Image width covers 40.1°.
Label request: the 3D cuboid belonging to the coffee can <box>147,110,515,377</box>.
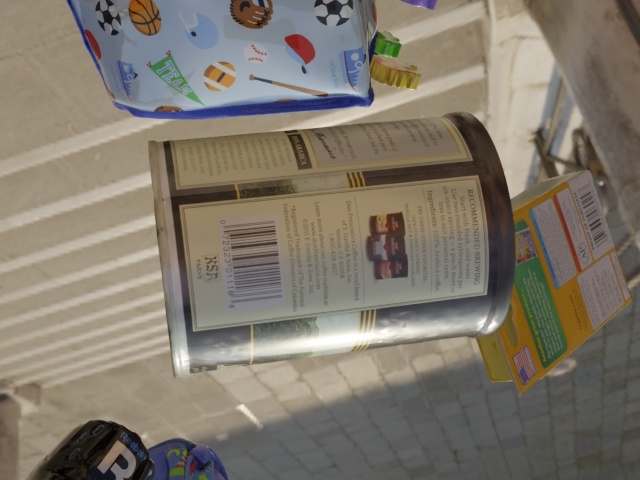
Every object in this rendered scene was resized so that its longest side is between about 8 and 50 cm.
[{"bbox_3d":[0.000,0.000,0.758,0.275,0.201,0.201,-6,147,-10],"label":"coffee can"}]

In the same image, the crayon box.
[{"bbox_3d":[0.281,0.049,1.163,0.083,0.203,0.323,-14,-172,46],"label":"crayon box"}]

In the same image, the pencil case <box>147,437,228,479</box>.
[{"bbox_3d":[-0.236,0.277,0.847,0.306,0.133,0.119,-14,180,6],"label":"pencil case"}]

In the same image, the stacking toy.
[{"bbox_3d":[0.087,-0.260,0.898,0.052,0.221,0.167,14,113,-7],"label":"stacking toy"}]

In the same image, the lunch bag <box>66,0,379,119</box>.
[{"bbox_3d":[-0.137,-0.336,1.105,0.386,0.239,0.327,-5,126,13],"label":"lunch bag"}]

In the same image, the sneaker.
[{"bbox_3d":[-0.145,0.161,0.502,0.079,0.121,0.217,46,164,-15],"label":"sneaker"}]
